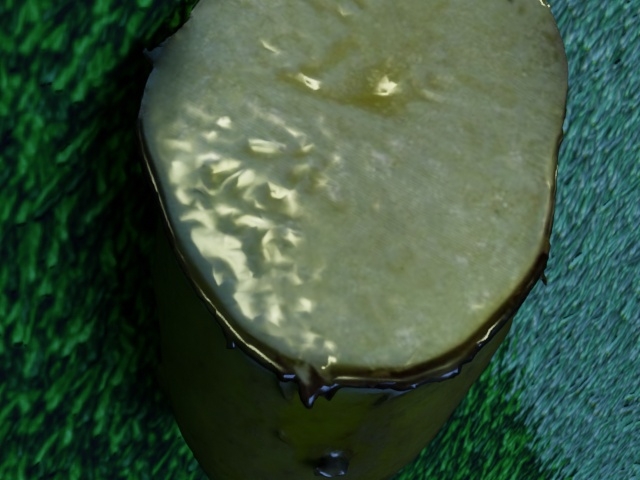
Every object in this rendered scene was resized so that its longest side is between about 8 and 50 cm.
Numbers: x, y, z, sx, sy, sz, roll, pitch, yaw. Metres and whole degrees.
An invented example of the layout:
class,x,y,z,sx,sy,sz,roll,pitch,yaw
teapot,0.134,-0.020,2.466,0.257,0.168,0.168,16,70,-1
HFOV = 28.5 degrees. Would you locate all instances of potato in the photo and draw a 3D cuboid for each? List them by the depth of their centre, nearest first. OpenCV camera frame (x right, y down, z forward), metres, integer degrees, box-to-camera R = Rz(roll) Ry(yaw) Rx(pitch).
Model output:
class,x,y,z,sx,sy,sz,roll,pitch,yaw
potato,0.000,0.000,0.932,0.296,0.290,0.397,109,-12,-59
